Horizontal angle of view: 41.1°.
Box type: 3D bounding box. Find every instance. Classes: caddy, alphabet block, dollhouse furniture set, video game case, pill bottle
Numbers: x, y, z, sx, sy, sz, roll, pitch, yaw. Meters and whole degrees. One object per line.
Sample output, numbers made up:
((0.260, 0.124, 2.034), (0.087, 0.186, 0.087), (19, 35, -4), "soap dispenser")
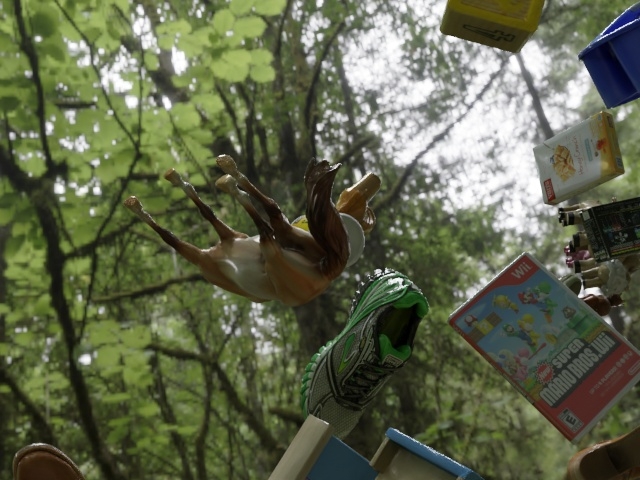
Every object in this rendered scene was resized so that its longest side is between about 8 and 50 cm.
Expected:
((0.693, -0.408, 1.739), (0.341, 0.179, 0.241), (-22, -2, -16), "caddy")
((0.371, -0.526, 1.804), (0.193, 0.192, 0.197), (14, -1, 3), "alphabet block")
((0.067, 0.374, 0.927), (0.198, 0.286, 0.303), (42, -16, -28), "dollhouse furniture set")
((0.383, 0.172, 1.432), (0.204, 0.285, 0.025), (-37, -22, -22), "video game case")
((0.000, 0.000, 1.852), (0.117, 0.117, 0.215), (4, -1, -25), "pill bottle")

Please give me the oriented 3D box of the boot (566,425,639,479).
((0.435, 0.295, 1.182), (0.197, 0.073, 0.152), (-13, -19, 5), "boot")

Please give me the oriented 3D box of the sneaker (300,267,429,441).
((0.077, 0.218, 1.556), (0.134, 0.146, 0.343), (25, -88, -26), "sneaker")

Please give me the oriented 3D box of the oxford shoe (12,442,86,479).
((-0.309, 0.338, 1.027), (0.076, 0.076, 0.212), (-20, -65, -10), "oxford shoe")

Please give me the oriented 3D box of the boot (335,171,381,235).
((0.048, -0.034, 2.150), (0.211, 0.104, 0.295), (-45, -13, -26), "boot")

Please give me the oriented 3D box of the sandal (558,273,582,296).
((0.518, 0.178, 1.922), (0.303, 0.086, 0.120), (-36, -34, -31), "sandal")

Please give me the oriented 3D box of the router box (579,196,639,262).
((0.511, -0.019, 1.451), (0.122, 0.092, 0.038), (-11, -13, -22), "router box")

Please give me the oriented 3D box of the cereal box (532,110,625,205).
((0.677, -0.212, 2.255), (0.047, 0.173, 0.240), (8, -24, -35), "cereal box")

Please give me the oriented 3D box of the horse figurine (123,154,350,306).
((-0.056, 0.003, 0.737), (0.174, 0.066, 0.263), (47, -31, -25), "horse figurine")

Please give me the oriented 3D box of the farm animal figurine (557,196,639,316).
((0.674, 0.010, 2.015), (0.172, 0.330, 0.327), (-9, -26, 11), "farm animal figurine")
